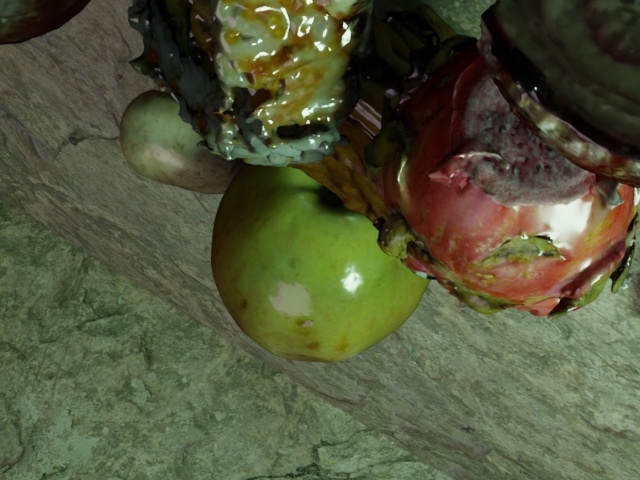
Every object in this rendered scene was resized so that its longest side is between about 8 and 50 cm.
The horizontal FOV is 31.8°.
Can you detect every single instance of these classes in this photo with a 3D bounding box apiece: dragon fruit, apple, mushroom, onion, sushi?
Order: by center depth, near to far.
[{"bbox_3d":[0.266,-0.118,0.848,0.280,0.314,0.146,46,147,11],"label":"onion"},{"bbox_3d":[0.168,-0.051,1.048,0.269,0.250,0.291,10,164,1],"label":"dragon fruit"},{"bbox_3d":[-0.077,-0.258,1.083,0.417,0.176,0.417,173,90,-68],"label":"sushi"},{"bbox_3d":[0.000,0.000,1.609,0.338,0.338,0.305,33,155,12],"label":"apple"},{"bbox_3d":[-0.168,-0.167,1.736,0.189,0.195,0.254,22,-170,19],"label":"mushroom"}]

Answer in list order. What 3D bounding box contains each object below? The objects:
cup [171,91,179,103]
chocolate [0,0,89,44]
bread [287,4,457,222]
[{"bbox_3d":[-0.145,-0.266,1.510,0.173,0.167,0.299,46,145,3],"label":"cup"},{"bbox_3d":[-0.394,-0.451,1.282,0.384,0.383,0.331,37,149,2],"label":"chocolate"},{"bbox_3d":[0.124,-0.118,1.335,0.370,0.191,0.314,36,161,-10],"label":"bread"}]
